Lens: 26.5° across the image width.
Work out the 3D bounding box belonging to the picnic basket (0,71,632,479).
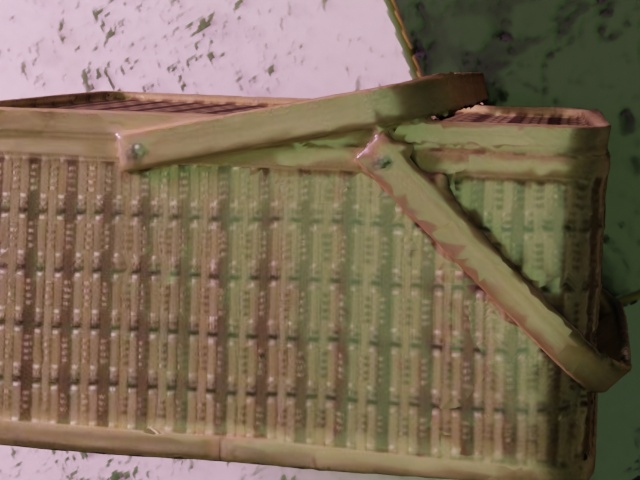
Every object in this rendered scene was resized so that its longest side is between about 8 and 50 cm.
[{"bbox_3d":[0.000,0.000,0.695,0.312,0.228,0.175,3,98,11],"label":"picnic basket"}]
